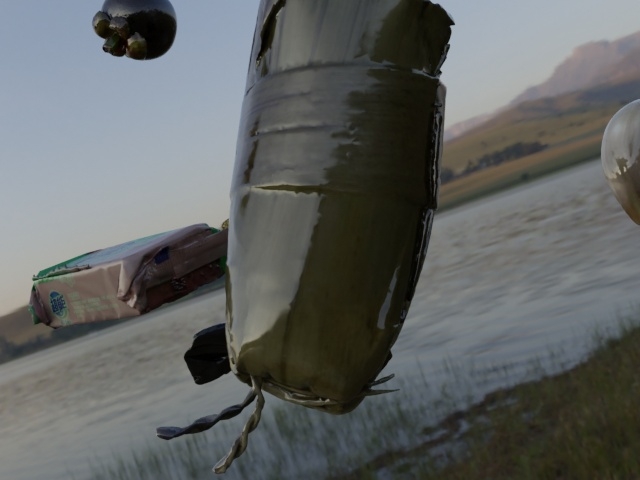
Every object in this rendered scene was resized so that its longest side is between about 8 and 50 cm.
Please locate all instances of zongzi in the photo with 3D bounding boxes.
[{"bbox_3d":[0.022,0.003,0.948,0.218,0.500,0.467,8,-6,9],"label":"zongzi"}]

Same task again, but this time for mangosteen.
[{"bbox_3d":[-0.323,-0.364,1.419,0.137,0.137,0.151,-20,25,46],"label":"mangosteen"}]

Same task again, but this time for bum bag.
[{"bbox_3d":[-0.071,0.120,1.149,0.248,0.060,0.123,-31,-24,-21],"label":"bum bag"}]

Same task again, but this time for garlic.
[{"bbox_3d":[0.517,-0.121,1.213,0.217,0.228,0.110,13,-25,-17],"label":"garlic"}]

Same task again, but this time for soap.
[{"bbox_3d":[-0.277,0.053,1.203,0.273,0.098,0.217,-11,9,45],"label":"soap"}]

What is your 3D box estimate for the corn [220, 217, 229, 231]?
[{"bbox_3d":[-0.137,-0.032,1.417,0.083,0.028,0.027,-29,-20,-26],"label":"corn"}]
